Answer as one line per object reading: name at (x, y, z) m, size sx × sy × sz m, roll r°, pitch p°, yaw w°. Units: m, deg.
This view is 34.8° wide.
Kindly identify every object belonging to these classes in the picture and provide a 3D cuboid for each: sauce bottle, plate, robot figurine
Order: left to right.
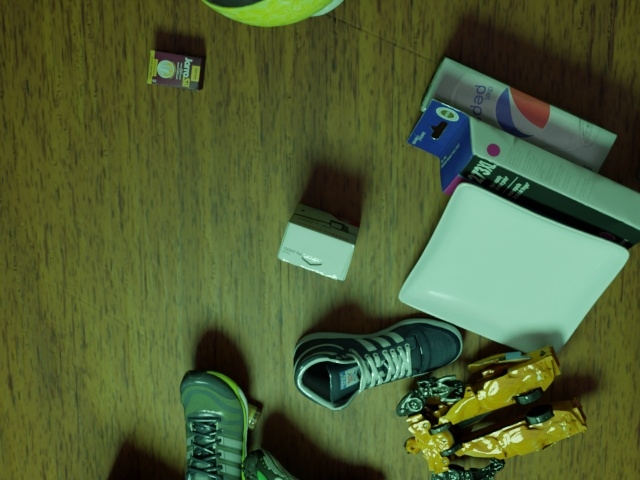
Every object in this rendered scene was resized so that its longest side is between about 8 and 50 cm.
sauce bottle at (-0.165, 0.282, 1.743) m, size 0.128 × 0.042 × 0.042 m, roll 22°, pitch 104°, yaw -1°
robot figurine at (0.272, 0.288, 1.672) m, size 0.291 × 0.085 × 0.211 m, roll -23°, pitch 100°, yaw 19°
plate at (0.296, 0.046, 1.599) m, size 0.278 × 0.045 × 0.277 m, roll 23°, pitch 132°, yaw -1°

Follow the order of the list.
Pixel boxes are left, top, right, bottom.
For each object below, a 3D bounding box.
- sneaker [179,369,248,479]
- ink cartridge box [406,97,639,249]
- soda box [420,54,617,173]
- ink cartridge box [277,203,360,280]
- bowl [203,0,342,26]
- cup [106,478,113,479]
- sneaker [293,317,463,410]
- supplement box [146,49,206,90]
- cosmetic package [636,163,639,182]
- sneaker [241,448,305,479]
sneaker at (-0.176, 0.347, 1.685) m, size 0.111 × 0.121 × 0.299 m, roll -3°, pitch 116°, yaw 14°
ink cartridge box at (0.307, -0.084, 1.547) m, size 0.371 × 0.176 × 0.069 m, roll 27°, pitch 72°, yaw 0°
soda box at (0.299, -0.185, 1.565) m, size 0.286 × 0.098 × 0.091 m, roll 25°, pitch 104°, yaw 0°
ink cartridge box at (0.000, 0.000, 1.606) m, size 0.109 × 0.150 × 0.063 m, roll 19°, pitch 104°, yaw 0°
bowl at (-0.035, -0.418, 1.494) m, size 0.289 × 0.289 × 0.156 m, roll -38°, pitch 140°, yaw 12°
cup at (-0.278, 0.586, 1.696) m, size 0.237 × 0.331 × 0.331 m, roll 14°, pitch 104°, yaw -10°
sneaker at (0.091, 0.199, 1.643) m, size 0.282 × 0.153 × 0.099 m, roll -6°, pitch 103°, yaw 6°
supplement box at (-0.228, -0.270, 1.619) m, size 0.083 × 0.043 × 0.055 m, roll 8°, pitch 102°, yaw 3°
cosmetic package at (0.652, -0.261, 1.482) m, size 0.230 × 0.161 × 0.453 m, roll 16°, pitch 104°, yaw 2°
sneaker at (0.007, 0.446, 1.719) m, size 0.343 × 0.134 × 0.146 m, roll 41°, pitch 85°, yaw -23°
